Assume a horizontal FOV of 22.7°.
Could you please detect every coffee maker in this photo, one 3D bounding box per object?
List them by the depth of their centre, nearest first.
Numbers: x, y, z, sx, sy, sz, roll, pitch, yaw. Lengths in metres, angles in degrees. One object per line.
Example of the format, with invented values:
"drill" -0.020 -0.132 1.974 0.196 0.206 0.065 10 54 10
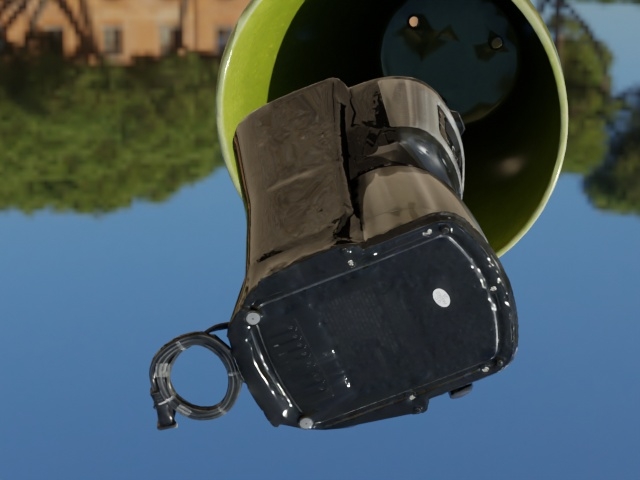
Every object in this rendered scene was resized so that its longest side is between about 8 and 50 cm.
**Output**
"coffee maker" 0.000 0.000 0.801 0.171 0.120 0.178 -1 -151 -5

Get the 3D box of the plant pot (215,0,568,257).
"plant pot" 0.085 -0.135 1.346 0.274 0.275 0.293 4 -162 14
